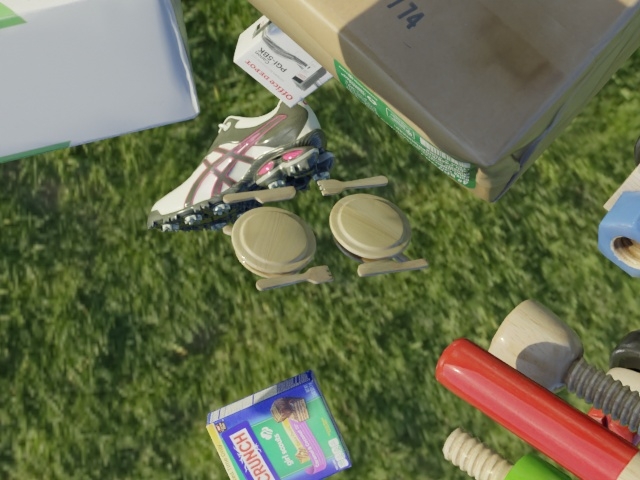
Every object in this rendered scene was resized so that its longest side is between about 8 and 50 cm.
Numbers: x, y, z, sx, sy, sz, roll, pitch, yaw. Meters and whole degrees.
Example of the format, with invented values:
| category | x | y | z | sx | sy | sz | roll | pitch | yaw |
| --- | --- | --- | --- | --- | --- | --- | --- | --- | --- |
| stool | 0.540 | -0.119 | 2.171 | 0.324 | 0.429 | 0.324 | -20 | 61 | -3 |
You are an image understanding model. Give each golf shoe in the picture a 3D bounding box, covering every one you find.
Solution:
| category | x | y | z | sx | sy | sz | roll | pitch | yaw |
| --- | --- | --- | --- | --- | --- | --- | --- | --- | --- |
| golf shoe | -0.112 | -0.092 | 1.519 | 0.272 | 0.120 | 0.105 | -24 | 164 | 19 |

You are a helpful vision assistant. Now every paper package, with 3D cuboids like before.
| category | x | y | z | sx | sy | sz | roll | pitch | yaw |
| --- | --- | --- | --- | --- | --- | --- | --- | --- | --- |
| paper package | 0.126 | -0.252 | 1.012 | 0.309 | 0.325 | 0.168 | -48 | 167 | 1 |

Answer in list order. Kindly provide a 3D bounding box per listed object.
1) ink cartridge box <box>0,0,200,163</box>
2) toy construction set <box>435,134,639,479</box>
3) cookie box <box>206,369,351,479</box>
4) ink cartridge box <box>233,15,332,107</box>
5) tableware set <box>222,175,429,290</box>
| category | x | y | z | sx | sy | sz | roll | pitch | yaw |
| --- | --- | --- | --- | --- | --- | --- | --- | --- | --- |
| ink cartridge box | -0.167 | -0.148 | 0.692 | 0.160 | 0.219 | 0.093 | -14 | 130 | -2 |
| toy construction set | 0.232 | 0.072 | 0.551 | 0.309 | 0.237 | 0.257 | -27 | 139 | -42 |
| cookie box | -0.038 | 0.184 | 1.067 | 0.107 | 0.040 | 0.092 | -24 | 98 | 2 |
| ink cartridge box | -0.021 | -0.233 | 1.372 | 0.099 | 0.056 | 0.135 | 37 | 130 | -26 |
| tableware set | 0.000 | 0.000 | 1.190 | 0.194 | 0.128 | 0.039 | -8 | 143 | -22 |
